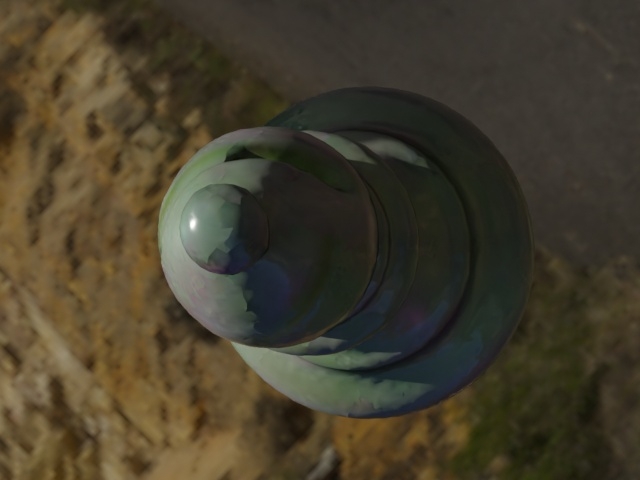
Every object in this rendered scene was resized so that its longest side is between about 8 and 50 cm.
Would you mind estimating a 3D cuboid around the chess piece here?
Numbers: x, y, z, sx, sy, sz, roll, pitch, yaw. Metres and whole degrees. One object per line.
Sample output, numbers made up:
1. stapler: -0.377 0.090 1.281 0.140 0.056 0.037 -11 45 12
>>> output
1. chess piece: 0.000 0.000 0.612 0.139 0.139 0.272 44 -174 10
